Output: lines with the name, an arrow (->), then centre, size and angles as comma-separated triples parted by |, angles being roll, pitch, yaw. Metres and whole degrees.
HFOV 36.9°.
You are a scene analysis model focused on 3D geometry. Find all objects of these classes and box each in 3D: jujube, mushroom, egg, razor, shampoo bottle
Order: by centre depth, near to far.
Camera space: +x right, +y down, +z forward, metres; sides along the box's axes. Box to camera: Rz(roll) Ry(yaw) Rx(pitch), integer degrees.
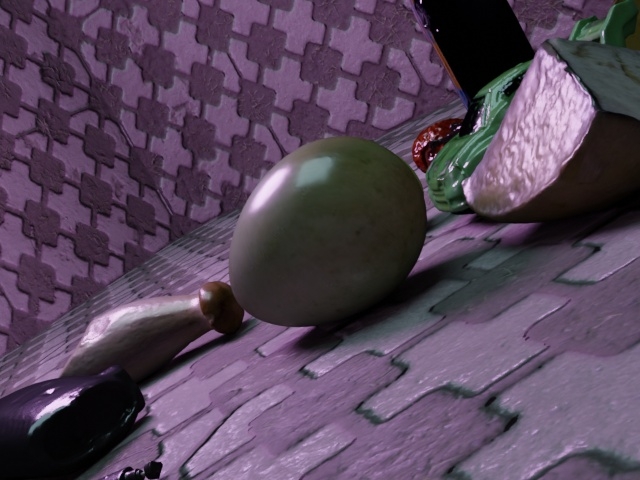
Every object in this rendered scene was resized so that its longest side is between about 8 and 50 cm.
shampoo bottle -> -0.229, 0.266, 1.018 | 0.137, 0.027, 0.048 | -26, 11, 20
egg -> 0.000, 0.000, 1.219 | 0.295, 0.218, 0.218 | -41, 3, 24
razor -> -0.409, 0.268, 1.331 | 0.349, 0.113, 0.204 | -22, 8, 40
mushroom -> -0.289, 0.163, 1.553 | 0.350, 0.128, 0.128 | -24, 9, 8
jujube -> 0.252, -0.186, 1.905 | 0.112, 0.109, 0.176 | 12, 21, 25

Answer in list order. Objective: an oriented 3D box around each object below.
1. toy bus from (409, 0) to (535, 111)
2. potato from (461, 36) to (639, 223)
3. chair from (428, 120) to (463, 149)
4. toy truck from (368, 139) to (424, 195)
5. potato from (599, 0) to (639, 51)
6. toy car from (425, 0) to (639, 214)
toy bus -> 0.303, -0.370, 1.866 | 0.171, 0.386, 0.162 | -29, 3, -2
potato -> 0.312, -0.081, 1.095 | 0.189, 0.211, 0.264 | -102, 28, -44
chair -> 0.318, -0.181, 1.630 | 0.229, 0.113, 0.106 | -27, 10, 40
toy truck -> 0.063, -0.040, 1.559 | 0.187, 0.148, 0.210 | -34, -14, -25
potato -> 0.530, -0.315, 1.558 | 0.203, 0.178, 0.158 | -47, -3, -18
toy car -> 0.305, -0.172, 1.362 | 0.359, 0.176, 0.213 | -30, 7, -3
